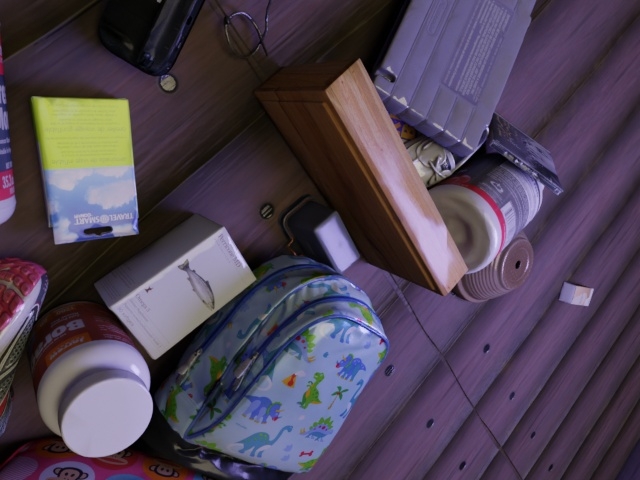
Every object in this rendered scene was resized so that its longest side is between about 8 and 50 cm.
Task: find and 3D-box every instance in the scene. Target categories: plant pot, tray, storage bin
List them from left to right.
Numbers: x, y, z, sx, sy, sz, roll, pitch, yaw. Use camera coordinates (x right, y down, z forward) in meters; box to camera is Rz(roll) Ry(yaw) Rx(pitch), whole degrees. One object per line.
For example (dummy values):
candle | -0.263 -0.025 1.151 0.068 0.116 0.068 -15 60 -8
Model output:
storage bin | 0.000 0.000 0.824 0.098 0.091 0.135 -41 122 -19
tray | 0.072 -0.088 0.779 0.076 0.203 0.410 -47 124 -14
plant pot | 0.415 0.042 1.120 0.238 0.110 0.237 -10 108 -33

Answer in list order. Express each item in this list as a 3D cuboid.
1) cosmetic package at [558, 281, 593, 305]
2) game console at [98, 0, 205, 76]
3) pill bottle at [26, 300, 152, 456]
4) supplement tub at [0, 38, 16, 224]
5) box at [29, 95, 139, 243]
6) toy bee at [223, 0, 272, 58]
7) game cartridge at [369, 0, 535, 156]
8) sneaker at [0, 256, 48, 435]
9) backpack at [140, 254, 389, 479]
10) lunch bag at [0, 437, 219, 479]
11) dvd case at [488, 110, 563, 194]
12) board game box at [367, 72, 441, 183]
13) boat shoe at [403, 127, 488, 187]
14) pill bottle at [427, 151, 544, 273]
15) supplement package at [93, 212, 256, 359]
cosmetic package | 0.776 0.163 1.453 0.115 0.041 0.060 8 99 -37
game console | -0.165 -0.383 0.568 0.361 0.213 0.044 -59 173 12
pill bottle | -0.283 0.163 0.589 0.121 0.216 0.121 -11 109 -33
supplement tub | -0.399 -0.143 0.436 0.191 0.191 0.271 -6 107 -34
box | -0.298 -0.091 0.615 0.109 0.042 0.178 -9 109 -33
toy bee | -0.014 -0.406 0.651 0.195 0.162 0.297 -18 115 -43
game cartridge | 0.240 -0.351 0.852 0.230 0.068 0.354 29 78 -20
sneaker | -0.415 0.160 0.574 0.299 0.121 0.112 -64 157 -5
backpack | -0.064 0.199 0.750 0.290 0.274 0.355 39 71 -33
lunch bag | -0.278 0.365 0.577 0.294 0.258 0.120 14 95 -5
dvd case | 0.409 -0.188 0.973 0.165 0.221 0.018 34 123 -4
board game box | 0.163 -0.208 0.918 0.260 0.039 0.124 18 93 -35
boat shoe | 0.210 -0.152 0.892 0.258 0.084 0.095 -43 125 -17
pill bottle | 0.335 -0.076 0.972 0.319 0.177 0.176 -32 120 -40
supplement package | -0.205 0.059 0.685 0.179 0.105 0.105 -39 122 -21
